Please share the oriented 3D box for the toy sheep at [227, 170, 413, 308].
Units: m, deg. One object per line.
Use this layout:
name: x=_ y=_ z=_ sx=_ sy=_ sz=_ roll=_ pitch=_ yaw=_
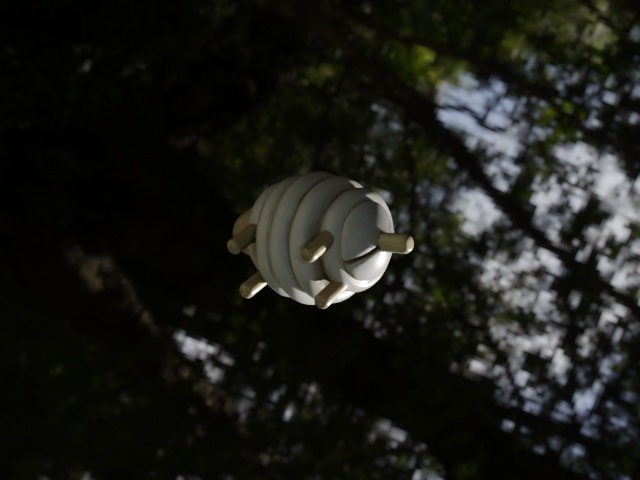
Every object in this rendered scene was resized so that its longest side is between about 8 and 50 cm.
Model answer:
toy sheep: x=0.000 y=0.000 z=0.906 sx=0.132 sy=0.091 sz=0.091 roll=11 pitch=-106 yaw=36
